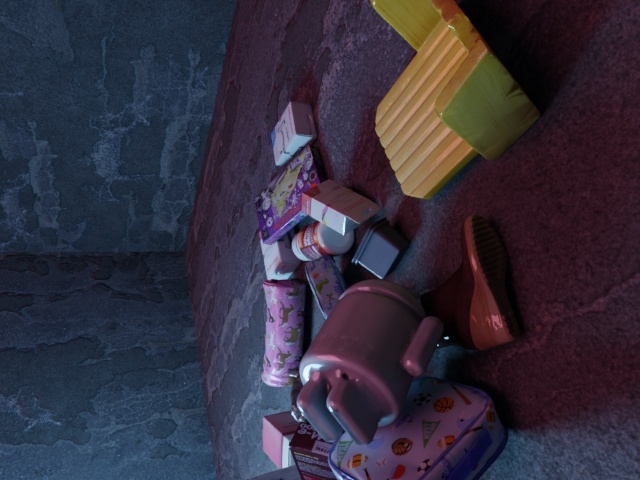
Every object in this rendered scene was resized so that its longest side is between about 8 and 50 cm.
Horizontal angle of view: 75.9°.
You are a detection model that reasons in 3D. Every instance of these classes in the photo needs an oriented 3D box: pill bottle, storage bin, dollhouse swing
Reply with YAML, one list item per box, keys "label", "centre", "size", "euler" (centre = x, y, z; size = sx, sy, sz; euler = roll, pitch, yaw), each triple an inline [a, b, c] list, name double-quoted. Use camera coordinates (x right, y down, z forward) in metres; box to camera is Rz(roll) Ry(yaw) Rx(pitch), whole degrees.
- label: "pill bottle"
  centre: [0.000, 0.000, 1.269]
  size: [0.221, 0.121, 0.121]
  euler: [-20, 72, 60]
- label: "storage bin"
  centre: [0.157, 0.025, 1.021]
  size: [0.091, 0.098, 0.135]
  euler: [41, 130, 21]
- label: "dollhouse swing"
  centre: [0.172, -0.294, 0.796]
  size: [0.305, 0.315, 0.346]
  euler: [-37, 56, 32]

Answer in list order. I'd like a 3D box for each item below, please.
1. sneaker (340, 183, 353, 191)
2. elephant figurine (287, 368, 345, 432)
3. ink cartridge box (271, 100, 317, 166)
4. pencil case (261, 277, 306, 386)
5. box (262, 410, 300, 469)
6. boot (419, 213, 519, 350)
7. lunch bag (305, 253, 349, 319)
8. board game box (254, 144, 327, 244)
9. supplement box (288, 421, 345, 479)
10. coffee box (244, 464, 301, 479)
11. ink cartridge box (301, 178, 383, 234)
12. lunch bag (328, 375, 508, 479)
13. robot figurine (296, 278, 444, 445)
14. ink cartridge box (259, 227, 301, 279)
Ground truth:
- label: "sneaker"
  centre: [0.057, -0.103, 1.237]
  size: [0.144, 0.053, 0.059]
  euler: [-61, 42, 44]
- label: "elephant figurine"
  centre: [0.012, 0.481, 1.103]
  size: [0.186, 0.170, 0.239]
  euler: [-76, -31, -61]
- label: "ink cartridge box"
  centre: [-0.101, -0.386, 1.502]
  size: [0.203, 0.086, 0.148]
  euler: [-42, 53, 55]
- label: "pencil case"
  centre: [-0.134, 0.331, 1.484]
  size: [0.167, 0.160, 0.385]
  euler: [-21, -68, -84]
- label: "box"
  centre: [-0.089, 0.685, 1.399]
  size: [0.232, 0.149, 0.126]
  euler: [-6, 84, 61]
- label: "boot"
  centre: [0.262, 0.092, 0.805]
  size: [0.207, 0.090, 0.248]
  euler: [-27, 69, 57]
- label: "lunch bag"
  centre: [0.041, 0.158, 1.160]
  size: [0.176, 0.090, 0.218]
  euler: [62, -177, -49]
- label: "board game box"
  centre: [-0.111, -0.154, 1.464]
  size: [0.347, 0.056, 0.208]
  euler: [-37, 60, 36]
- label: "supplement box"
  centre: [0.017, 0.563, 1.014]
  size: [0.131, 0.073, 0.239]
  euler: [2, 123, 24]
- label: "coffee box"
  centre: [-0.028, 0.848, 1.081]
  size: [0.338, 0.338, 0.333]
  euler: [25, 113, 59]
- label: "ink cartridge box"
  centre: [0.058, -0.085, 1.119]
  size: [0.198, 0.115, 0.067]
  euler: [32, 135, 31]
- label: "lunch bag"
  centre: [0.175, 0.382, 0.746]
  size: [0.243, 0.304, 0.114]
  euler: [-9, 110, 60]
- label: "robot figurine"
  centre: [0.093, 0.214, 0.811]
  size: [0.300, 0.353, 0.199]
  euler: [-14, 116, 38]
- label: "ink cartridge box"
  centre: [-0.161, 0.026, 1.605]
  size: [0.158, 0.092, 0.217]
  euler: [-50, 46, 50]
